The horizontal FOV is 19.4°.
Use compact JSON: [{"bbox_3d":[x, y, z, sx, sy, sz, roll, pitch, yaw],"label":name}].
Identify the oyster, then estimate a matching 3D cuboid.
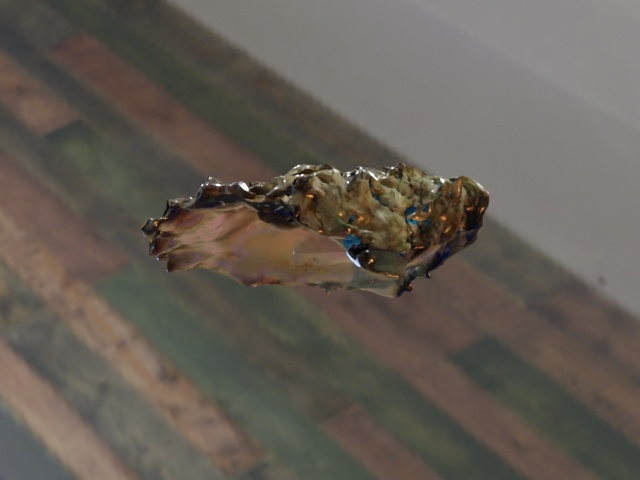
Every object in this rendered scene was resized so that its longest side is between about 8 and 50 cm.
[{"bbox_3d":[-0.001,-0.009,1.437,0.198,0.259,0.092,50,43,-72],"label":"oyster"}]
